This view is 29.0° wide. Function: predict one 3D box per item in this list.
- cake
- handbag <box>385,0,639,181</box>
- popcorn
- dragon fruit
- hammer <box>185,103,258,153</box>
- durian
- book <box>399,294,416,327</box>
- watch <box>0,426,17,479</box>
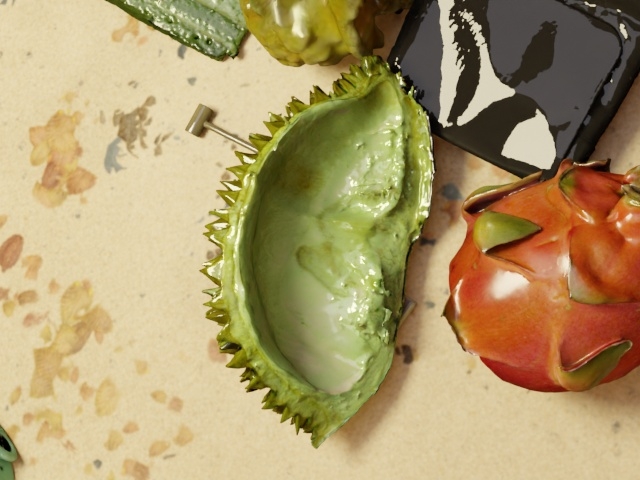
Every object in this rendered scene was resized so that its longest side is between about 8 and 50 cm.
[{"bbox_3d":[-0.176,-0.294,1.447,0.235,0.099,0.100,31,89,3],"label":"cake"},{"bbox_3d":[0.201,-0.189,1.256,0.247,0.080,0.223,31,99,23],"label":"handbag"},{"bbox_3d":[0.012,-0.282,1.299,0.189,0.169,0.218,25,98,30],"label":"popcorn"},{"bbox_3d":[0.228,0.028,1.119,0.227,0.224,0.224,-28,69,13],"label":"dragon fruit"},{"bbox_3d":[-0.100,-0.116,1.384,0.110,0.019,0.035,28,89,22],"label":"hammer"},{"bbox_3d":[-0.003,-0.002,1.229,0.198,0.163,0.394,17,84,19],"label":"durian"},{"bbox_3d":[-0.004,0.069,1.306,0.182,0.014,0.127,35,91,24],"label":"book"},{"bbox_3d":[-0.454,0.254,1.407,0.195,0.068,0.237,-41,68,7],"label":"watch"}]
